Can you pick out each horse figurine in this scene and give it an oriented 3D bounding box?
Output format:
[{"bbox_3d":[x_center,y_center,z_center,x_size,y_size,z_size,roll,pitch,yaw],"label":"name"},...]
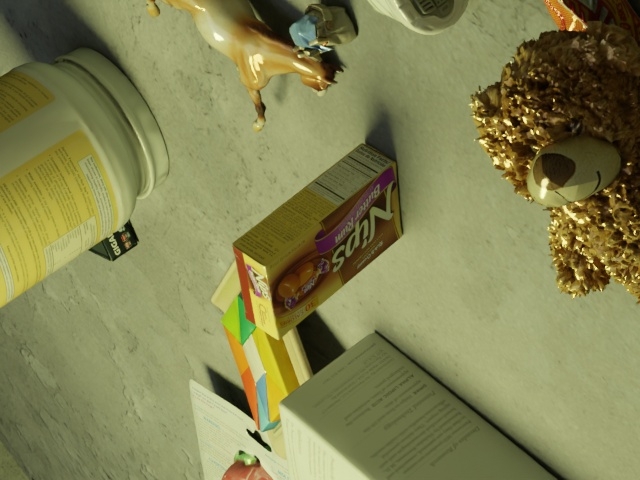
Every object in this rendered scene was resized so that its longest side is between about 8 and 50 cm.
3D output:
[{"bbox_3d":[-0.099,-0.221,1.767,0.263,0.066,0.174,50,161,4],"label":"horse figurine"}]

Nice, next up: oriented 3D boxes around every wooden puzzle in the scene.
[{"bbox_3d":[-0.067,0.144,2.140,0.239,0.044,0.221,65,157,13],"label":"wooden puzzle"}]

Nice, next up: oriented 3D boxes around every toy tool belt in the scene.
[{"bbox_3d":[-0.008,-0.197,1.650,0.083,0.051,0.052,2,123,60],"label":"toy tool belt"}]

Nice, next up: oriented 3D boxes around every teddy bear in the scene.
[{"bbox_3d":[0.252,-0.008,1.281,0.245,0.113,0.338,11,149,45],"label":"teddy bear"}]

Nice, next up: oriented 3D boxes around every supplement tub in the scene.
[{"bbox_3d":[-0.378,-0.070,2.131,0.241,0.331,0.241,41,152,28],"label":"supplement tub"}]

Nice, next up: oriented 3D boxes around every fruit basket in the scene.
[{"bbox_3d":[-0.058,0.394,2.418,0.327,0.165,0.353,28,129,44],"label":"fruit basket"}]

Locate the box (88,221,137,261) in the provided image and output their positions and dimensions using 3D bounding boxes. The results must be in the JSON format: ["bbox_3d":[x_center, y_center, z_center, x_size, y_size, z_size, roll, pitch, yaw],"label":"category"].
[{"bbox_3d":[-0.357,-0.078,2.421,0.220,0.051,0.175,23,141,50],"label":"box"}]

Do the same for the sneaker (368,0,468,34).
[{"bbox_3d":[0.030,-0.274,1.447,0.115,0.090,0.232,11,131,61],"label":"sneaker"}]

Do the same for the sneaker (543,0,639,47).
[{"bbox_3d":[0.215,-0.158,1.316,0.175,0.064,0.067,63,179,-15],"label":"sneaker"}]

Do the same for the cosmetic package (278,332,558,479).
[{"bbox_3d":[0.138,0.305,1.908,0.385,0.156,0.217,37,151,31],"label":"cosmetic package"}]

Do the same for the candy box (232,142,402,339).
[{"bbox_3d":[0.000,0.000,1.722,0.053,0.186,0.109,33,147,33],"label":"candy box"}]
